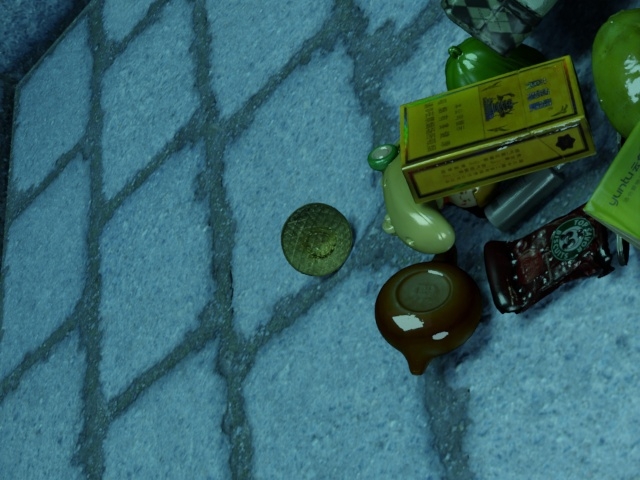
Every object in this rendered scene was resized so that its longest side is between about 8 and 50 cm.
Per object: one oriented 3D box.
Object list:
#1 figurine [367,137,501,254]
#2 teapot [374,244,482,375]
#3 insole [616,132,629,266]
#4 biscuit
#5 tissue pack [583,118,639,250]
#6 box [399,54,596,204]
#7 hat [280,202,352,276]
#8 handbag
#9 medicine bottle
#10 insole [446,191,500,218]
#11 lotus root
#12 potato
[{"bbox_3d":[0.207,-0.095,2.094,0.222,0.124,0.324,-18,34,11],"label":"figurine"},{"bbox_3d":[0.187,0.111,2.017,0.178,0.135,0.252,8,48,20],"label":"teapot"},{"bbox_3d":[0.452,-0.090,1.820,0.012,0.110,0.309,-7,53,21],"label":"insole"},{"bbox_3d":[0.364,0.021,1.886,0.235,0.063,0.151,-31,45,34],"label":"biscuit"},{"bbox_3d":[0.523,-0.094,1.636,0.275,0.200,0.167,-58,36,5],"label":"tissue pack"},{"bbox_3d":[0.283,-0.182,1.982,0.301,0.084,0.193,-15,37,15],"label":"box"},{"bbox_3d":[0.000,0.000,2.392,0.146,0.067,0.146,-1,86,15],"label":"hat"},{"bbox_3d":[0.388,-0.534,2.033,0.416,0.180,0.317,-49,10,23],"label":"handbag"},{"bbox_3d":[0.357,-0.096,1.986,0.199,0.057,0.058,-45,37,23],"label":"medicine bottle"},{"bbox_3d":[0.249,-0.090,2.172,0.232,0.003,0.080,27,89,56],"label":"insole"},{"bbox_3d":[0.284,-0.294,2.126,0.186,0.186,0.186,-32,44,36],"label":"lotus root"},{"bbox_3d":[0.486,-0.238,1.800,0.148,0.186,0.253,-14,41,23],"label":"potato"}]
